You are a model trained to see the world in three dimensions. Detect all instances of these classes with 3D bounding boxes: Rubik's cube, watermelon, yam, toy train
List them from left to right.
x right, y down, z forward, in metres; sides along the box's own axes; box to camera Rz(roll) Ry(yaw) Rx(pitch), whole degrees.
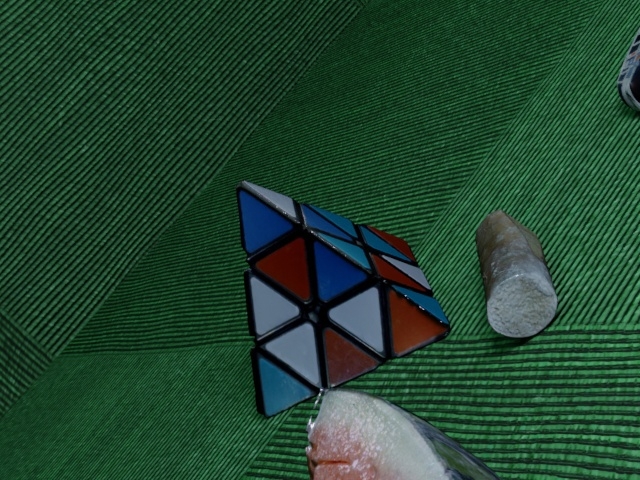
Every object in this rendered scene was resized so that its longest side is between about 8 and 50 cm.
[{"bbox_3d":[0.000,0.000,1.453,0.284,0.234,0.250,-28,22,41],"label":"Rubik's cube"},{"bbox_3d":[0.060,0.237,0.803,0.201,0.213,0.262,-44,18,-3],"label":"watermelon"},{"bbox_3d":[0.189,0.028,1.262,0.068,0.068,0.169,-37,19,18],"label":"yam"},{"bbox_3d":[0.374,-0.212,1.460,0.047,0.043,0.207,-27,23,46],"label":"toy train"}]
